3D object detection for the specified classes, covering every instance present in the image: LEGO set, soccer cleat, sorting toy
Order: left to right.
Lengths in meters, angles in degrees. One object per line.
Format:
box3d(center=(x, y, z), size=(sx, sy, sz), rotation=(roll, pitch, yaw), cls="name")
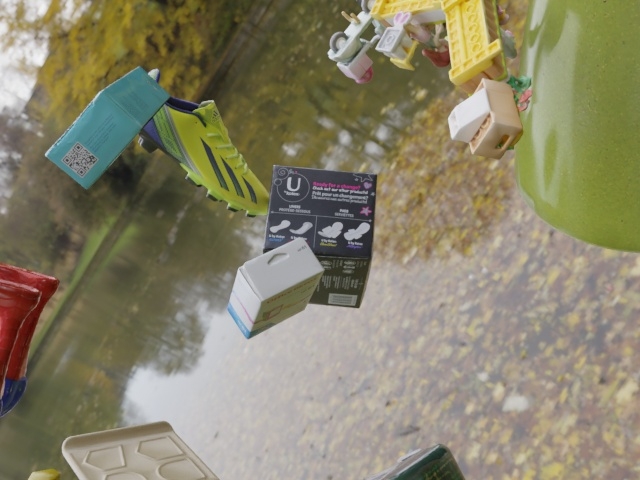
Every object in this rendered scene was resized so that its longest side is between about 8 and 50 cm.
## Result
box3d(center=(-0.348, 0.400, 1.376), size=(0.229, 0.307, 0.041), rotation=(32, 117, 49), cls="sorting toy")
box3d(center=(-0.172, -0.143, 1.241), size=(0.121, 0.289, 0.093), rotation=(-52, 23, 1), cls="soccer cleat")
box3d(center=(0.125, -0.155, 0.703), size=(0.132, 0.107, 0.287), rotation=(-54, 36, 8), cls="LEGO set")

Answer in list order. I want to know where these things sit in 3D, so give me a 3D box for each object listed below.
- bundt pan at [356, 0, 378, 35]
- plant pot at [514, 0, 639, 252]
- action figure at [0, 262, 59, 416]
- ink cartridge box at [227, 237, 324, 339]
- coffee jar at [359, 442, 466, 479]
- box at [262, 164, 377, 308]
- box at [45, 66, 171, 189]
box3d(center=(0.161, -0.466, 1.210), size=(0.331, 0.124, 0.331), rotation=(-46, 12, 13), cls="bundt pan")
box3d(center=(0.296, -0.188, 0.723), size=(0.275, 0.293, 0.275), rotation=(-12, 42, 10), cls="plant pot")
box3d(center=(-0.250, 0.139, 0.438), size=(0.091, 0.139, 0.280), rotation=(-159, 85, -84), cls="action figure")
box3d(center=(-0.055, 0.058, 0.964), size=(0.088, 0.052, 0.122), rotation=(-26, -20, -24), cls="ink cartridge box")
box3d(center=(0.075, 0.217, 0.461), size=(0.079, 0.184, 0.096), rotation=(-37, -15, 33), cls="coffee jar")
box3d(center=(0.000, 0.000, 1.275), size=(0.247, 0.163, 0.142), rotation=(94, -179, -69), cls="box")
box3d(center=(-0.251, -0.146, 1.000), size=(0.100, 0.060, 0.244), rotation=(-45, 15, 12), cls="box")
